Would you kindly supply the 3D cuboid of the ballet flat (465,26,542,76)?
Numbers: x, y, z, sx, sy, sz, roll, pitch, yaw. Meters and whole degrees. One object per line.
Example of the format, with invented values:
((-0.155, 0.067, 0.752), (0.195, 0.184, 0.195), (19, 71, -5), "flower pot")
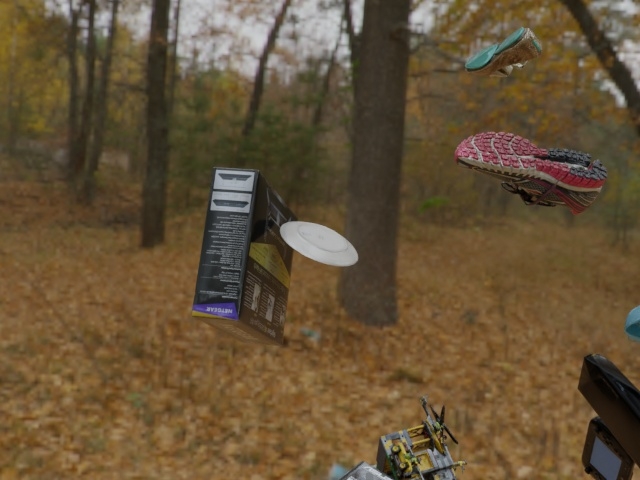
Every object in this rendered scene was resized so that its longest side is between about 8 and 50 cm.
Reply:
((0.350, -0.343, 1.931), (0.067, 0.073, 0.206), (39, -16, -14), "ballet flat")

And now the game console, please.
((0.518, 0.356, 1.760), (0.044, 0.213, 0.361), (-25, -36, -11), "game console")

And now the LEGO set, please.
((0.226, 0.489, 1.985), (0.192, 0.331, 0.255), (-14, 45, -13), "LEGO set")

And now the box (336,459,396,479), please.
((0.105, 0.466, 1.725), (0.190, 0.045, 0.184), (27, 23, 24), "box")

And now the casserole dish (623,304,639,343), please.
((0.556, 0.112, 1.566), (0.114, 0.037, 0.188), (21, -36, -29), "casserole dish")

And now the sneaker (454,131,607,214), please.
((0.408, -0.126, 2.003), (0.299, 0.112, 0.121), (16, 38, 0), "sneaker")

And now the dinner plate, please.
((0.000, 0.000, 1.702), (0.141, 0.017, 0.141), (18, 23, -8), "dinner plate")

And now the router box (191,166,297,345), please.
((-0.119, 0.037, 1.706), (0.081, 0.243, 0.309), (4, -13, 12), "router box")
